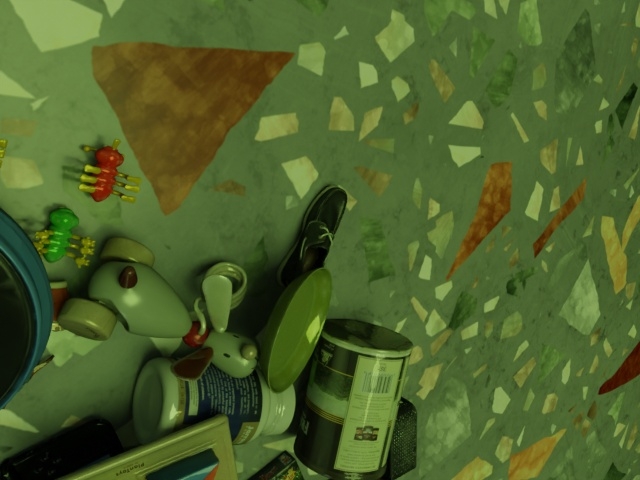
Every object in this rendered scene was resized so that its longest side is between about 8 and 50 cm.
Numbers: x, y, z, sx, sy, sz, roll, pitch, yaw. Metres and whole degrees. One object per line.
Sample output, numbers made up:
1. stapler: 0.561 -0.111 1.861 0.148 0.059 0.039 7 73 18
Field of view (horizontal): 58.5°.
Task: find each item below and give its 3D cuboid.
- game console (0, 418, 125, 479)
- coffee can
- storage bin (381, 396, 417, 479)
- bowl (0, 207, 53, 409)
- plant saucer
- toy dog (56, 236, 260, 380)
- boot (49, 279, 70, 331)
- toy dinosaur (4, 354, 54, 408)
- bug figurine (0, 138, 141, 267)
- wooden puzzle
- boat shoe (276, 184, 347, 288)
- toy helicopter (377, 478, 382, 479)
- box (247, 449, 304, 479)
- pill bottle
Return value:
1. game console: -0.402 0.486 0.913 0.250 0.173 0.293 -23 116 -21
2. coffee can: 0.068 0.326 1.198 0.201 0.201 0.275 7 98 -37
3. storage bin: 0.155 0.456 1.345 0.084 0.122 0.180 -14 110 -33
4. bowl: -0.549 0.102 0.713 0.391 0.077 0.391 -9 114 -21
5. plant saucer: -0.047 0.157 1.034 0.241 0.037 0.241 -55 156 -39
6. toy dog: -0.226 0.110 0.901 0.334 0.161 0.220 11 70 -32
7. boot: -0.456 0.098 0.853 0.158 0.059 0.084 -2 95 -39
8. toy dinosaur: -0.465 0.224 0.887 0.090 0.047 0.082 9 116 -48
9. bug figurine: -0.416 -0.076 0.820 0.279 0.072 0.216 16 99 -42
10. wooden puzzle: -0.265 0.479 0.898 0.322 0.080 0.347 -15 113 -28
11. boat shoe: 0.000 0.000 1.140 0.084 0.079 0.233 32 82 -36
12. toy helicopter: 0.163 0.657 1.260 0.235 0.355 0.140 6 99 -54
13. box: -0.131 0.586 1.222 0.233 0.044 0.159 -32 119 -26
14. pill bottle: -0.187 0.292 1.034 0.265 0.153 0.153 11 95 -37
